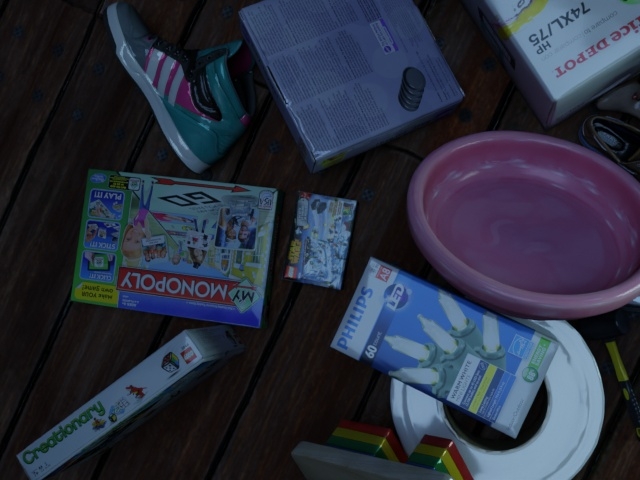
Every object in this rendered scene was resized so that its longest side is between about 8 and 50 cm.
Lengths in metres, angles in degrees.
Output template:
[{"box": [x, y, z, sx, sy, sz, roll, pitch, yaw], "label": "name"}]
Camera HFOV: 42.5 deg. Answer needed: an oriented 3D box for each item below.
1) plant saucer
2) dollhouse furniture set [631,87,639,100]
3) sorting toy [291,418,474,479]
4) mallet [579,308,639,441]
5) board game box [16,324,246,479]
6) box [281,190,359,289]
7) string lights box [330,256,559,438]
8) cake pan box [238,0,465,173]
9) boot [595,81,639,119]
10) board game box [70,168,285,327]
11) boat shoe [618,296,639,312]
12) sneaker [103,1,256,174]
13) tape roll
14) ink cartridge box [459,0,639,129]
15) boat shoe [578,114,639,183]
[{"box": [0.274, -0.015, 1.081, 0.331, 0.084, 0.332, 2, 45, -2], "label": "plant saucer"}, {"box": [0.499, -0.176, 1.014, 0.128, 0.184, 0.129, -22, 81, -4], "label": "dollhouse furniture set"}, {"box": [0.127, 0.353, 1.076, 0.257, 0.089, 0.256, -2, 126, 46], "label": "sorting toy"}, {"box": [0.420, 0.182, 1.125, 0.062, 0.039, 0.190, -30, 82, 46], "label": "mallet"}, {"box": [-0.266, 0.231, 1.200, 0.305, 0.193, 0.053, -36, 80, 7], "label": "board game box"}, {"box": [0.000, 0.000, 1.242, 0.093, 0.027, 0.137, 11, 88, 11], "label": "box"}, {"box": [0.160, 0.134, 1.070, 0.259, 0.077, 0.133, 24, 93, 13], "label": "string lights box"}, {"box": [0.040, -0.263, 1.195, 0.245, 0.070, 0.267, -25, 81, -13], "label": "cake pan box"}, {"box": [0.450, -0.177, 1.132, 0.118, 0.042, 0.087, -21, 64, -16], "label": "boot"}, {"box": [-0.224, 0.010, 1.282, 0.317, 0.046, 0.214, 6, 87, 13], "label": "board game box"}, {"box": [0.381, 0.053, 1.138, 0.226, 0.083, 0.076, 8, 76, 1], "label": "boat shoe"}, {"box": [-0.195, -0.270, 1.253, 0.178, 0.124, 0.296, -32, 87, 13], "label": "sneaker"}, {"box": [0.240, 0.214, 1.139, 0.286, 0.100, 0.287, -1, 86, 12], "label": "tape roll"}, {"box": [0.321, -0.325, 1.108, 0.198, 0.197, 0.270, -32, 80, 9], "label": "ink cartridge box"}, {"box": [0.441, -0.114, 1.134, 0.183, 0.066, 0.066, 29, 92, 13], "label": "boat shoe"}]
